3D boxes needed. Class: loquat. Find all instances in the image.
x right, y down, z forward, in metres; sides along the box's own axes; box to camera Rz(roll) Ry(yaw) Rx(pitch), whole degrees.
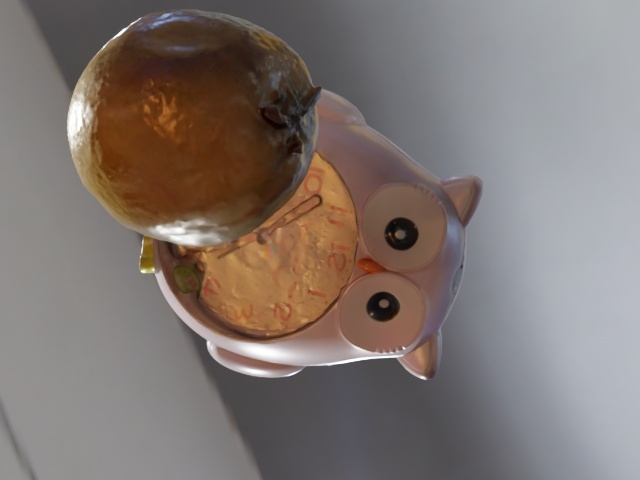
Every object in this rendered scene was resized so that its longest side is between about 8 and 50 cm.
[{"bbox_3d":[-0.118,-0.105,1.683,0.238,0.238,0.193,63,-150,-15],"label":"loquat"}]

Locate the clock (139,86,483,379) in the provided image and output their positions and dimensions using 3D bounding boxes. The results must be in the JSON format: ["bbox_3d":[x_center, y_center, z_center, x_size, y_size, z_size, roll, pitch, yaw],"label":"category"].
[{"bbox_3d":[0.000,0.000,2.266,0.250,0.377,0.368,-8,-68,-74],"label":"clock"}]
